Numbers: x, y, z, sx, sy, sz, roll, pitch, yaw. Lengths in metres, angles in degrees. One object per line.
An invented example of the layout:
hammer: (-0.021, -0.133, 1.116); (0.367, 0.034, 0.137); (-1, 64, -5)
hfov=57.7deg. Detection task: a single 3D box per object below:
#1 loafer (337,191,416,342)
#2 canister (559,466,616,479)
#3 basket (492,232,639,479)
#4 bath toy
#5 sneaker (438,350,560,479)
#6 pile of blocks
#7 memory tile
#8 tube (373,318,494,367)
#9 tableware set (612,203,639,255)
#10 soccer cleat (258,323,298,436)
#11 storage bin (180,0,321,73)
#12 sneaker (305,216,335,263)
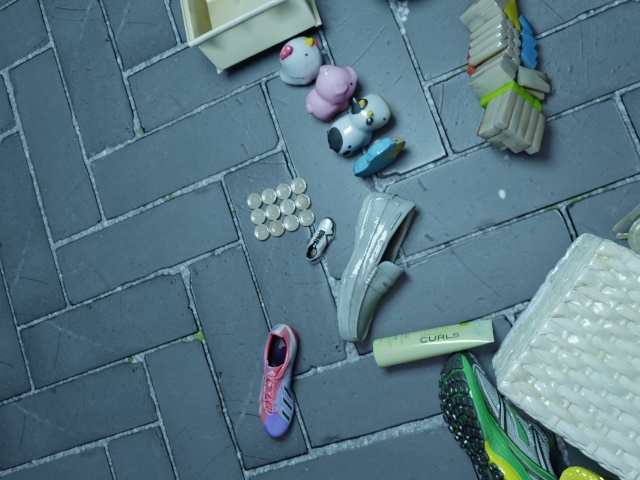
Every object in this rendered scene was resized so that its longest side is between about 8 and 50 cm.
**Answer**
loafer: (0.114, 0.059, 1.190); (0.111, 0.112, 0.319); (14, 91, 25)
canister: (0.478, 0.474, 1.027); (0.073, 0.170, 0.126); (17, 81, 48)
basket: (0.512, 0.196, 0.991); (0.331, 0.266, 0.328); (35, 98, 16)
bath toy: (0.030, -0.300, 1.222); (0.151, 0.129, 0.348); (-40, 77, 11)
sneaker: (0.346, 0.369, 1.120); (0.146, 0.134, 0.343); (-19, 72, -22)
pile of blocks: (0.357, -0.334, 1.155); (0.112, 0.149, 0.362); (-21, 67, 57)
memory tile: (-0.090, -0.069, 1.306); (0.148, 0.012, 0.113); (-17, 83, 14)
tube: (0.227, 0.204, 1.170); (0.240, 0.062, 0.070); (-15, 56, 19)
tableware set: (0.654, -0.048, 1.075); (0.128, 0.039, 0.194); (42, 105, -2)
soccer cleat: (-0.097, 0.303, 1.248); (0.083, 0.095, 0.248); (8, 89, 16)
storage bin: (-0.161, -0.542, 1.265); (0.262, 0.123, 0.260); (-21, 65, 14)
sneaker: (0.000, 0.000, 1.261); (0.040, 0.044, 0.109); (22, 92, 18)
